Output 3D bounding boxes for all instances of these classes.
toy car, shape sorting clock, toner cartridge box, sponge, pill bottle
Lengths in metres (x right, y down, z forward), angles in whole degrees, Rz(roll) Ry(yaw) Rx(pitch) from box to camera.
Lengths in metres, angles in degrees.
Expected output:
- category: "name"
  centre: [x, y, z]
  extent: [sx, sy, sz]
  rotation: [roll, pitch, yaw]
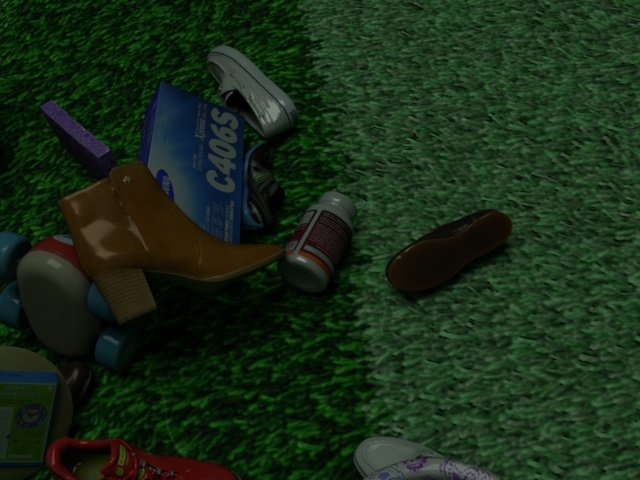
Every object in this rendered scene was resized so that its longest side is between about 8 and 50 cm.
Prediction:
- category: "toy car"
  centre: [-0.351, 0.041, 1.462]
  extent: [0.219, 0.210, 0.238]
  rotation: [19, 44, 15]
- category: "shape sorting clock"
  centre: [-0.449, 0.245, 1.309]
  extent: [0.206, 0.206, 0.040]
  rotation: [-34, 29, -14]
- category: "toner cartridge box"
  centre: [-0.214, -0.105, 1.541]
  extent: [0.165, 0.075, 0.348]
  rotation: [20, 40, -21]
- category: "sponge"
  centre: [-0.421, -0.163, 1.690]
  extent: [0.031, 0.117, 0.210]
  rotation: [-39, 53, -17]
- category: "pill bottle"
  centre: [0.000, 0.000, 1.466]
  extent: [0.086, 0.086, 0.152]
  rotation: [13, 56, 24]

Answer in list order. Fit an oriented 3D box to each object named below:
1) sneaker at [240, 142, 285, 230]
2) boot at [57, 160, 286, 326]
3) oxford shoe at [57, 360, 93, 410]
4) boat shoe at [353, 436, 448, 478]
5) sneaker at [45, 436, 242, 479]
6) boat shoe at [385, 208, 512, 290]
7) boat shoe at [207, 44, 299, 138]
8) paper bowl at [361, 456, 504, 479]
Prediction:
- category: "sneaker"
  centre: [-0.099, -0.086, 1.589]
  extent: [0.078, 0.067, 0.188]
  rotation: [6, 48, -8]
- category: "boot"
  centre: [-0.205, -0.020, 1.340]
  extent: [0.295, 0.104, 0.211]
  rotation: [-20, 82, -33]
- category: "oxford shoe"
  centre: [-0.437, 0.241, 1.371]
  extent: [0.227, 0.096, 0.083]
  rotation: [-34, 49, -16]
- category: "boat shoe"
  centre: [0.140, 0.296, 1.188]
  extent: [0.226, 0.076, 0.083]
  rotation: [19, 57, 27]
- category: "sneaker"
  centre: [-0.241, 0.317, 1.240]
  extent: [0.279, 0.118, 0.107]
  rotation: [3, 52, 17]
- category: "boat shoe"
  centre: [0.189, 0.015, 1.424]
  extent: [0.207, 0.073, 0.073]
  rotation: [-23, 11, -10]
- category: "boat shoe"
  centre: [-0.147, -0.274, 1.727]
  extent: [0.084, 0.095, 0.258]
  rotation: [-34, 50, -20]
- category: "paper bowl"
  centre: [0.136, 0.390, 1.034]
  extent: [0.284, 0.148, 0.284]
  rotation: [-7, 68, 18]
